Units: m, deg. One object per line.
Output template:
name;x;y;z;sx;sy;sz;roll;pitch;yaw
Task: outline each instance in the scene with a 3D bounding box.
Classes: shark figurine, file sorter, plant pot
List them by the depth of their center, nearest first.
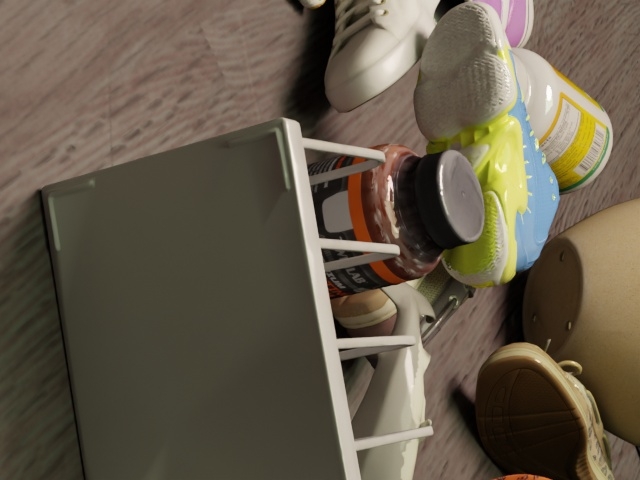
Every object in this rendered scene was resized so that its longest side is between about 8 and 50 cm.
file sorter;-0.040;0.082;1.053;0.173;0.193;0.278;2;77;-61
shark figurine;0.024;0.141;1.181;0.166;0.116;0.278;128;-28;-81
plant pot;0.319;0.077;1.617;0.191;0.284;0.284;10;65;-19

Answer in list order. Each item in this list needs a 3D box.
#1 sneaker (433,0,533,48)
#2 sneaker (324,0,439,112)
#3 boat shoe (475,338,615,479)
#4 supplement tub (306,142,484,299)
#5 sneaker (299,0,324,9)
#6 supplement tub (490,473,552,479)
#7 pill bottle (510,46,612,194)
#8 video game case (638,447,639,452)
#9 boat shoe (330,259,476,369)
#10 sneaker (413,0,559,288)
sneaker;0.141;-0.326;1.610;0.161;0.102;0.282;-11;88;-56
sneaker;0.038;-0.221;1.413;0.123;0.106;0.290;48;33;-19
boat shoe;0.223;0.185;1.545;0.089;0.104;0.285;-80;152;-42
supplement tub;0.020;-0.012;1.181;0.106;0.198;0.106;30;53;-50
sneaker;-0.010;-0.246;1.390;0.037;0.032;0.083;31;50;-45
supplement tub;0.236;0.349;1.381;0.338;0.207;0.207;45;43;-41
pill bottle;0.207;-0.128;1.616;0.208;0.117;0.118;24;58;-53
video game case;0.461;0.222;1.972;0.300;0.036;0.329;-45;116;-55
boat shoe;0.098;0.020;1.401;0.285;0.103;0.092;-45;122;-51
sneaker;0.146;-0.078;1.349;0.126;0.091;0.240;5;85;-56
